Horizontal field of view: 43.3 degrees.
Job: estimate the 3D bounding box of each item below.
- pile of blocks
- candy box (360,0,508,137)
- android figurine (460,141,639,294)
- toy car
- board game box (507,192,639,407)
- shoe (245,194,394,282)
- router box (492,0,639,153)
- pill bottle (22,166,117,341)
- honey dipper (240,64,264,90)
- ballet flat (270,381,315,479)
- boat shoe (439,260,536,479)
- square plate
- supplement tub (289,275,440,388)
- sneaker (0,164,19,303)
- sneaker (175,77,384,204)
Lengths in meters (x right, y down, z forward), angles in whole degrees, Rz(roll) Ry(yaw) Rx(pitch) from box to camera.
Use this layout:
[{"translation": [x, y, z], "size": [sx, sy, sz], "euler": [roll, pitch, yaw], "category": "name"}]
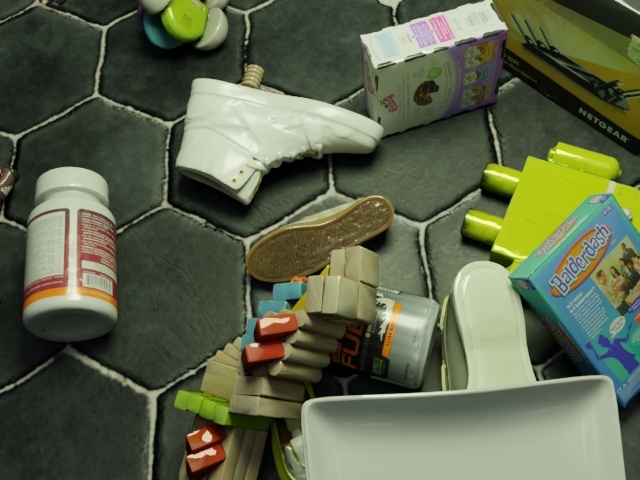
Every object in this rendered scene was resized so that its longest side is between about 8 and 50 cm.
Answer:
[{"translation": [-0.078, 0.139, 0.930], "size": [0.149, 0.113, 0.362], "euler": [40, 99, 36], "category": "pile of blocks"}, {"translation": [0.163, -0.248, 1.180], "size": [0.196, 0.164, 0.070], "euler": [-17, 61, -4], "category": "candy box"}, {"translation": [0.340, -0.019, 1.102], "size": [0.273, 0.056, 0.248], "euler": [20, 65, 17], "category": "android figurine"}, {"translation": [-0.241, -0.391, 1.324], "size": [0.136, 0.159, 0.181], "euler": [-22, 55, 34], "category": "toy car"}, {"translation": [0.351, 0.072, 0.990], "size": [0.160, 0.047, 0.210], "euler": [-41, 102, -15], "category": "board game box"}, {"translation": [0.000, 0.000, 1.128], "size": [0.219, 0.058, 0.076], "euler": [-22, 93, -2], "category": "shoe"}, {"translation": [0.372, -0.296, 1.143], "size": [0.081, 0.243, 0.309], "euler": [-42, 65, -17], "category": "router box"}, {"translation": [-0.342, 0.017, 1.107], "size": [0.121, 0.121, 0.221], "euler": [-9, 60, 0], "category": "pill bottle"}, {"translation": [-0.123, -0.203, 1.262], "size": [0.031, 0.030, 0.160], "euler": [10, 66, 11], "category": "honey dipper"}, {"translation": [-0.028, 0.233, 0.985], "size": [0.077, 0.077, 0.230], "euler": [-18, 62, -6], "category": "ballet flat"}, {"translation": [0.203, 0.182, 0.981], "size": [0.109, 0.091, 0.304], "euler": [0, 71, -6], "category": "boat shoe"}, {"translation": [0.162, 0.331, 0.871], "size": [0.348, 0.049, 0.343], "euler": [-4, 82, -3], "category": "square plate"}, {"translation": [0.048, 0.110, 1.023], "size": [0.191, 0.117, 0.116], "euler": [12, 63, 12], "category": "supplement tub"}, {"translation": [-0.491, -0.034, 1.161], "size": [0.163, 0.106, 0.281], "euler": [-36, 63, -17], "category": "sneaker"}, {"translation": [-0.064, -0.124, 1.183], "size": [0.293, 0.108, 0.169], "euler": [12, 79, 4], "category": "sneaker"}]
